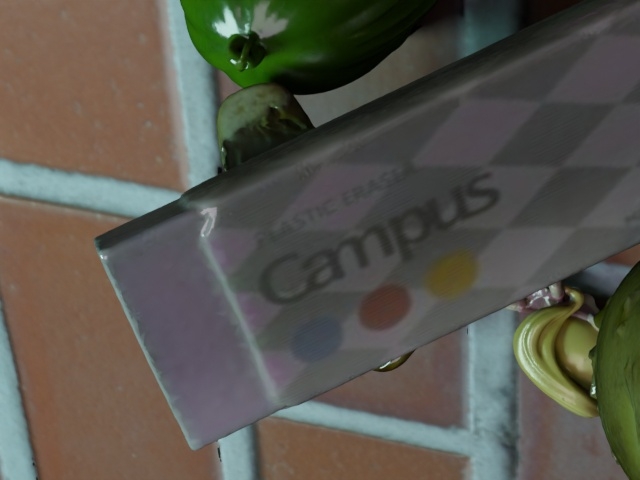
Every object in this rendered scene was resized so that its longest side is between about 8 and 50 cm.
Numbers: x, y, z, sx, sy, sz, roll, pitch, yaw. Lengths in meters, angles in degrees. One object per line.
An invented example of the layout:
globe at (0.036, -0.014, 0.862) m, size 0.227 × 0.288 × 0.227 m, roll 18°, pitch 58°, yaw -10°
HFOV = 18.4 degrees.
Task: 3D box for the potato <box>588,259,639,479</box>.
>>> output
potato at (0.284, 0.082, 1.187) m, size 0.269 × 0.359 × 0.219 m, roll -18°, pitch 87°, yaw 20°

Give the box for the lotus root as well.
lotus root at (-0.022, -0.155, 1.240) m, size 0.186 × 0.186 × 0.186 m, roll 13°, pitch 133°, yaw 14°

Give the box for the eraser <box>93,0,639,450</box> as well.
eraser at (0.071, -0.019, 1.209) m, size 0.396 × 0.082 × 0.213 m, roll -26°, pitch 129°, yaw -4°

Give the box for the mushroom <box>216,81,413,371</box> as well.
mushroom at (0.002, 0.003, 1.324) m, size 0.087 × 0.107 × 0.333 m, roll -31°, pitch 155°, yaw -1°

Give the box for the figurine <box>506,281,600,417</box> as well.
figurine at (0.149, 0.042, 1.406) m, size 0.083 × 0.083 × 0.187 m, roll -29°, pitch 103°, yaw 39°
